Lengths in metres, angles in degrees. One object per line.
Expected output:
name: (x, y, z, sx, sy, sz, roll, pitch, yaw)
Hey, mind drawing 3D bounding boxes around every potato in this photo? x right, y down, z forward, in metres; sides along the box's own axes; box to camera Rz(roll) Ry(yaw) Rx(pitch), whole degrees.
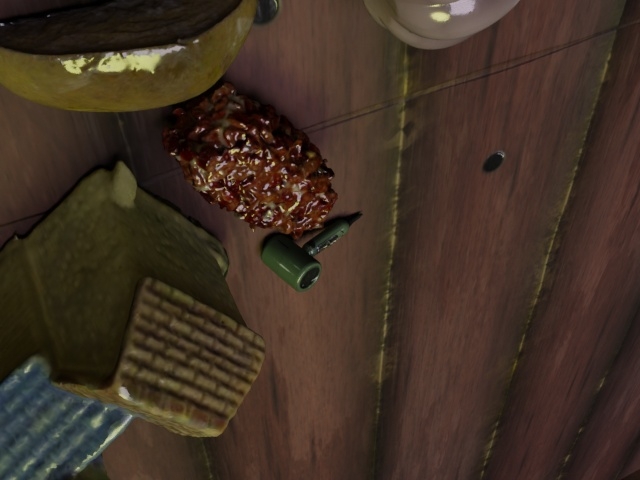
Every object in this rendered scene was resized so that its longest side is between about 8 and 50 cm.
potato: (-0.158, -0.148, 0.667, 0.261, 0.100, 0.120, -20, 139, -17)

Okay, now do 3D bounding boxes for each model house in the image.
model house: (-0.214, 0.135, 0.798, 0.321, 0.266, 0.261, -43, 137, 10)

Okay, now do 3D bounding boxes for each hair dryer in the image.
hair dryer: (0.000, 0.000, 0.982, 0.150, 0.071, 0.047, -36, 150, -27)

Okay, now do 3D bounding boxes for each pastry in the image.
pastry: (-0.067, -0.080, 0.808, 0.115, 0.097, 0.209, -41, 141, 19)

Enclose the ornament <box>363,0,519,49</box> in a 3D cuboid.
ornament: (0.111, -0.268, 0.682, 0.178, 0.177, 0.177, -20, 140, -18)
